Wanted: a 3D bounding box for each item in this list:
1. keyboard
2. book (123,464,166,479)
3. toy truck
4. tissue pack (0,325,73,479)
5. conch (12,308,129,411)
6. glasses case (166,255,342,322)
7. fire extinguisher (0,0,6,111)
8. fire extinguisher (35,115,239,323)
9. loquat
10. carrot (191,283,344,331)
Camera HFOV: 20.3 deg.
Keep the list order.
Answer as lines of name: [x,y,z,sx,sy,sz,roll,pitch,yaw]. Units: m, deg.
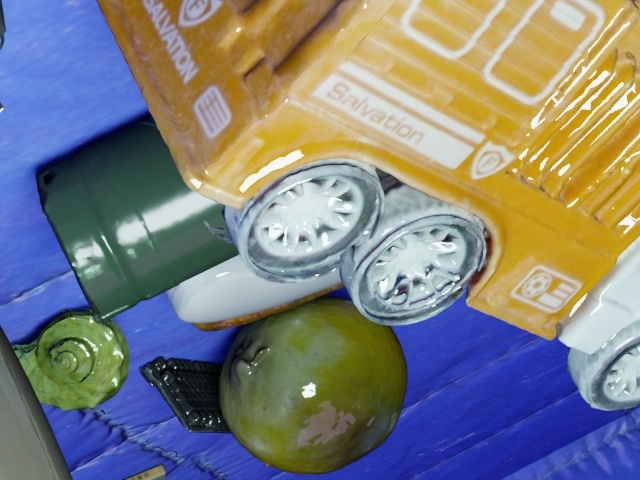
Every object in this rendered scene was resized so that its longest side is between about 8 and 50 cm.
keyboard: [-0.076,0.136,1.540,0.023,0.072,0.231,-44,159,12]
book: [-0.280,0.302,1.814,0.241,0.018,0.170,-20,161,-25]
toy truck: [0.096,-0.070,0.854,0.387,0.173,0.207,23,119,-44]
tissue pack: [-0.315,0.157,0.893,0.387,0.267,0.277,-31,165,8]
conch: [-0.178,0.083,1.267,0.089,0.074,0.121,5,180,0]
glasses case: [0.000,0.000,1.269,0.233,0.059,0.092,-22,164,-20]
fire extinguisher: [-0.160,-0.097,0.808,0.046,0.032,0.100,-60,166,-10]
fire extinguisher: [-0.006,-0.064,1.006,0.311,0.095,0.114,-26,166,-5]
loquat: [0.000,0.118,1.475,0.152,0.152,0.195,-36,150,27]
carrot: [-0.023,0.037,1.392,0.165,0.036,0.035,-24,163,-3]
